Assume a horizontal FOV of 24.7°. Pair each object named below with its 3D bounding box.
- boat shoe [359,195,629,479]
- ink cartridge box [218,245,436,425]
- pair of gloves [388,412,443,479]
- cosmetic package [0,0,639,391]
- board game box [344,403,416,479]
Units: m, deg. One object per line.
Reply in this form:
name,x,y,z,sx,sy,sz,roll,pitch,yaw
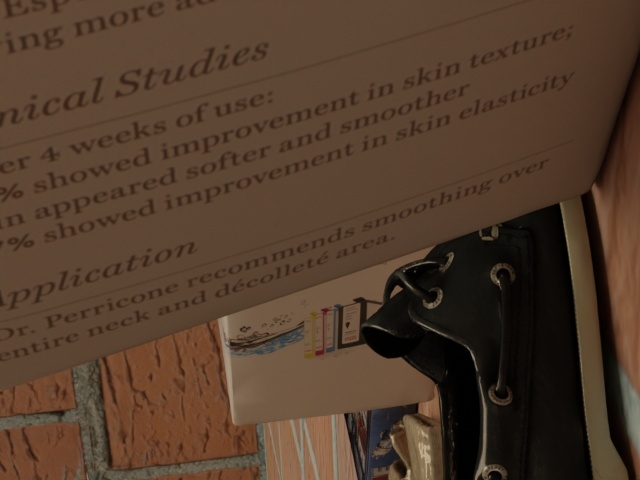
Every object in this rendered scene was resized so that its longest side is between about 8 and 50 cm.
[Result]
boat shoe,0.078,0.058,0.754,0.127,0.113,0.340,111,153,-76
ink cartridge box,0.000,0.000,1.134,0.233,0.168,0.171,91,171,-45
pair of gloves,0.092,0.232,1.114,0.240,0.042,0.204,114,146,-81
cosmetic package,-0.065,-0.202,0.585,0.394,0.329,0.327,95,154,-57
board game box,0.051,0.118,1.352,0.243,0.042,0.165,91,170,-46
